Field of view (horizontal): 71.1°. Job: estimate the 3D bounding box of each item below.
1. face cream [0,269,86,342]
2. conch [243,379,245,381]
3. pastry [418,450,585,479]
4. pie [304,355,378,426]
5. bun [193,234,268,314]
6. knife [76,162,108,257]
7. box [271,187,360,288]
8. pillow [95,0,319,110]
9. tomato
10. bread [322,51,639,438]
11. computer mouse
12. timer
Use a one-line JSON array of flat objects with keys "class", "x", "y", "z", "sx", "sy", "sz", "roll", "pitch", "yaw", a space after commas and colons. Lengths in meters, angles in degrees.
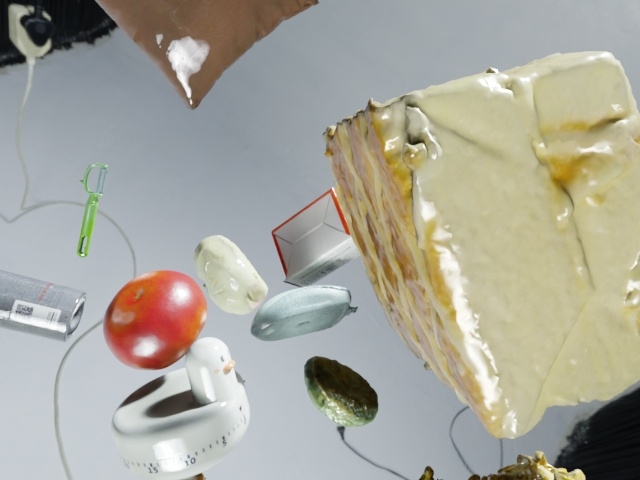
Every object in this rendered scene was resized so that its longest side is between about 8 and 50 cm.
[{"class": "face cream", "x": -0.461, "y": 0.063, "z": 0.577, "sx": 0.283, "sy": 0.073, "sz": 0.073, "roll": 19, "pitch": 49, "yaw": -16}, {"class": "conch", "x": -0.322, "y": 0.449, "z": 1.269, "sx": 0.086, "sy": 0.232, "sz": 0.080, "roll": 45, "pitch": 22, "yaw": -54}, {"class": "pastry", "x": 0.197, "y": 0.346, "z": 0.540, "sx": 0.249, "sy": 0.154, "sz": 0.102, "roll": -13, "pitch": 27, "yaw": -10}, {"class": "pie", "x": 0.018, "y": 0.141, "z": 0.417, "sx": 0.084, "sy": 0.021, "sz": 0.084, "roll": 28, "pitch": 16, "yaw": -9}, {"class": "bun", "x": -0.380, "y": 0.148, "z": 1.840, "sx": 0.213, "sy": 0.361, "sz": 0.361, "roll": -39, "pitch": 81, "yaw": -9}, {"class": "knife", "x": -0.514, "y": -0.067, "z": 0.984, "sx": 0.054, "sy": 0.015, "sz": 0.212, "roll": 12, "pitch": 94, "yaw": -7}, {"class": "box", "x": 0.000, "y": 0.000, "z": 0.942, "sx": 0.099, "sy": 0.182, "sz": 0.133, "roll": 27, "pitch": 34, "yaw": -50}, {"class": "pillow", "x": -0.210, "y": -0.428, "z": 0.738, "sx": 0.305, "sy": 0.308, "sz": 0.108, "roll": 49, "pitch": -1, "yaw": -13}, {"class": "tomato", "x": -0.309, "y": 0.142, "z": 0.837, "sx": 0.195, "sy": 0.136, "sz": 0.195, "roll": -10, "pitch": 49, "yaw": 12}, {"class": "bread", "x": 0.200, "y": -0.020, "z": 0.583, "sx": 0.279, "sy": 0.371, "sz": 0.390, "roll": -26, "pitch": 100, "yaw": -7}, {"class": "computer mouse", "x": -0.032, "y": 0.130, "z": 0.860, "sx": 0.229, "sy": 0.113, "sz": 0.068, "roll": -7, "pitch": 53, "yaw": -31}, {"class": "timer", "x": -0.241, "y": 0.287, "z": 0.782, "sx": 0.233, "sy": 0.233, "sz": 0.240, "roll": -21, "pitch": 105, "yaw": -42}]
